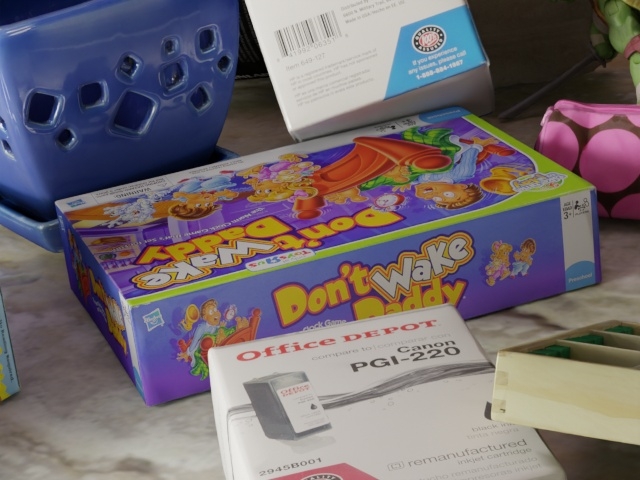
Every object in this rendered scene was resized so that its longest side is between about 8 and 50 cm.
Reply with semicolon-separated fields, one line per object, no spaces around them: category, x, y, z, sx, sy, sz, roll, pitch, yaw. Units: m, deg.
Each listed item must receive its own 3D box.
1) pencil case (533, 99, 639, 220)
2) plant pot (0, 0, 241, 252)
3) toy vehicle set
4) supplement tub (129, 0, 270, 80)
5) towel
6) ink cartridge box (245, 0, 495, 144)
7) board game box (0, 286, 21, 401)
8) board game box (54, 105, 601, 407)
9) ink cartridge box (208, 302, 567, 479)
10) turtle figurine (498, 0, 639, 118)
pencil case;0.266;-0.065;1.289;0.209;0.098;0.095;2;24;23
plant pot;-0.211;-0.125;1.434;0.236;0.212;0.236;-21;27;-31
toy vehicle set;0.208;0.078;0.900;0.166;0.035;0.267;7;3;21
supplement tub;-0.073;-0.269;1.715;0.338;0.207;0.207;-2;23;24
towel;0.147;-0.211;1.580;0.282;0.187;0.049;-8;58;-1
ink cartridge box;0.030;-0.206;1.401;0.171;0.233;0.168;-18;-11;6
board game box;-0.349;0.082;1.068;0.144;0.142;0.275;11;29;36
board game box;0.000;0.000;1.241;0.347;0.078;0.233;-14;23;-17
ink cartridge box;0.032;0.126;0.913;0.158;0.092;0.218;-10;21;-8
turtle figurine;0.301;-0.144;1.466;0.266;0.275;0.198;13;0;-2
